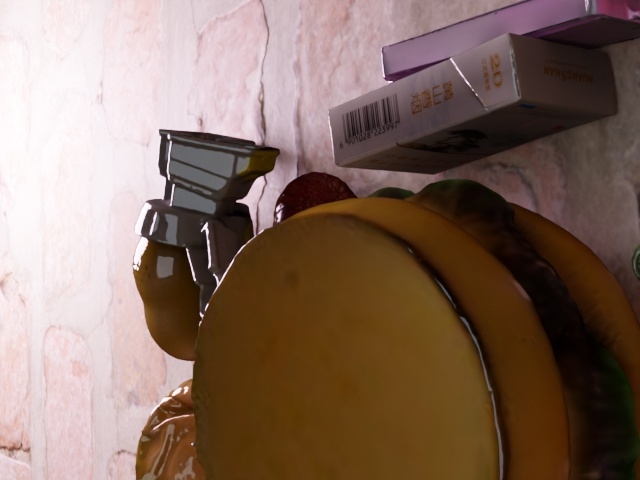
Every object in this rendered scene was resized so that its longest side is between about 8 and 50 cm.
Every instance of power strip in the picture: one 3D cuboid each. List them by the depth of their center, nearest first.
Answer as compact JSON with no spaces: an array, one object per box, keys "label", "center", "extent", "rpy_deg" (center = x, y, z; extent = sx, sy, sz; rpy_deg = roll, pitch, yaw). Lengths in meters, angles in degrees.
[{"label":"power strip","center":[0.182,-0.189,0.959],"extent":[0.279,0.109,0.037],"rpy_deg":[-8,86,48]}]

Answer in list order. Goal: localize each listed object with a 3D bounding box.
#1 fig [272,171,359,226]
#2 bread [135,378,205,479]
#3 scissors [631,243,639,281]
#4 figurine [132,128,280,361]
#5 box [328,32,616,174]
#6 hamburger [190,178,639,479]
[{"label":"fig","center":[0.009,-0.002,1.174],"extent":[0.119,0.153,0.119],"rpy_deg":[-10,54,14]},{"label":"bread","center":[-0.081,0.253,1.177],"extent":[0.274,0.149,0.274],"rpy_deg":[-10,70,28]},{"label":"scissors","center":[0.347,0.045,0.838],"extent":[0.133,0.020,0.187],"rpy_deg":[-46,56,32]},{"label":"figurine","center":[-0.149,0.010,1.276],"extent":[0.342,0.167,0.285],"rpy_deg":[-76,-5,-84]},{"label":"box","center":[0.140,-0.122,0.974],"extent":[0.233,0.149,0.067],"rpy_deg":[-16,80,46]},{"label":"hamburger","center":[0.091,0.138,0.926],"extent":[0.396,0.277,0.396],"rpy_deg":[1,92,45]}]
